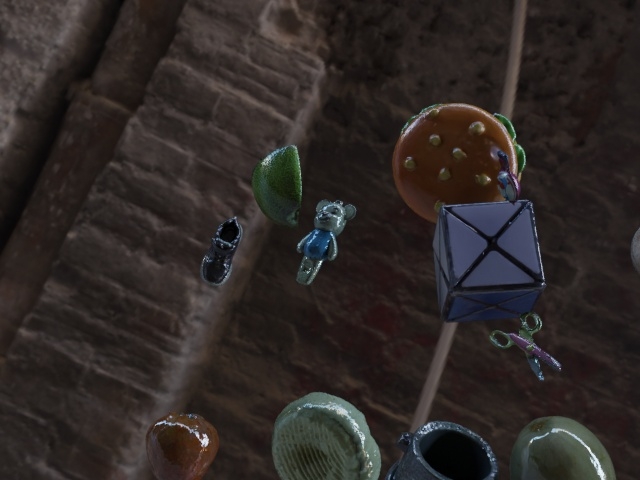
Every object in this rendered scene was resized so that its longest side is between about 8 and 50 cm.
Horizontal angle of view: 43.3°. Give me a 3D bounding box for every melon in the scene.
[{"bbox_3d":[-0.127,-0.128,2.332,0.129,0.169,0.265,-3,-41,-12],"label":"melon"},{"bbox_3d":[0.588,0.575,1.964,0.272,0.271,0.308,20,-31,38],"label":"melon"}]

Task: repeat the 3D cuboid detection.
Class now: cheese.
[{"bbox_3d":[0.454,-0.151,1.961,0.095,0.038,0.145,-127,-163,-60],"label":"cheese"}]

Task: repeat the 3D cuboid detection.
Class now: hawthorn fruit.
[{"bbox_3d":[-0.267,0.424,1.592,0.149,0.188,0.149,-10,13,2],"label":"hawthorn fruit"}]

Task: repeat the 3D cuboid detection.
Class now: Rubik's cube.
[{"bbox_3d":[0.444,0.057,2.156,0.260,0.254,0.260,-4,-24,-1],"label":"Rubik's cube"}]

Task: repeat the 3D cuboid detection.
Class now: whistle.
[{"bbox_3d":[0.000,0.000,1.987,0.114,0.235,0.077,15,-20,29],"label":"whistle"}]

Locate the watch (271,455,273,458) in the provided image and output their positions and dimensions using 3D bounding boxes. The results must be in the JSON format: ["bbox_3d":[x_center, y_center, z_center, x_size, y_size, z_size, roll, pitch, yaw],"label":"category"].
[{"bbox_3d":[-0.003,0.531,1.775,0.102,0.164,0.268,-12,32,-35],"label":"watch"}]

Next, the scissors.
[{"bbox_3d":[0.501,0.257,1.932,0.187,0.134,0.020,58,-3,45],"label":"scissors"}]

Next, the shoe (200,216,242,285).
[{"bbox_3d":[-0.221,0.017,1.819,0.071,0.169,0.099,20,-21,-3],"label":"shoe"}]

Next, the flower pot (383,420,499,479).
[{"bbox_3d":[0.294,0.657,2.098,0.299,0.282,0.299,12,30,-7],"label":"flower pot"}]

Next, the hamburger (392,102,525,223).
[{"bbox_3d":[0.423,-0.220,2.440,0.396,0.395,0.277,23,11,15],"label":"hamburger"}]

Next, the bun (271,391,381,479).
[{"bbox_3d":[0.016,0.345,1.340,0.196,0.195,0.118,22,20,25],"label":"bun"}]

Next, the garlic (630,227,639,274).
[{"bbox_3d":[0.625,0.013,1.484,0.101,0.195,0.087,34,-49,-1],"label":"garlic"}]
